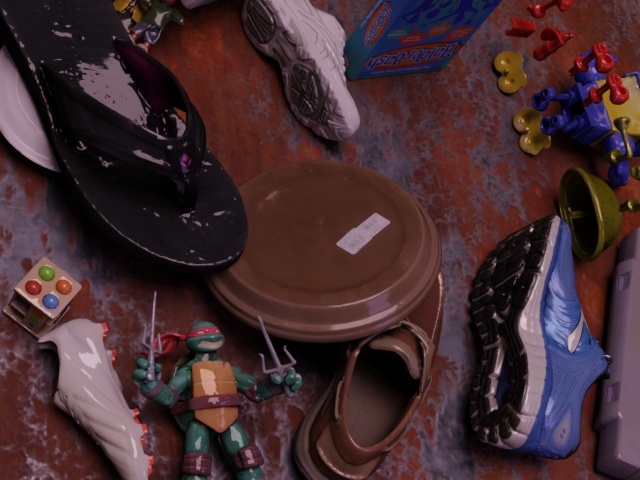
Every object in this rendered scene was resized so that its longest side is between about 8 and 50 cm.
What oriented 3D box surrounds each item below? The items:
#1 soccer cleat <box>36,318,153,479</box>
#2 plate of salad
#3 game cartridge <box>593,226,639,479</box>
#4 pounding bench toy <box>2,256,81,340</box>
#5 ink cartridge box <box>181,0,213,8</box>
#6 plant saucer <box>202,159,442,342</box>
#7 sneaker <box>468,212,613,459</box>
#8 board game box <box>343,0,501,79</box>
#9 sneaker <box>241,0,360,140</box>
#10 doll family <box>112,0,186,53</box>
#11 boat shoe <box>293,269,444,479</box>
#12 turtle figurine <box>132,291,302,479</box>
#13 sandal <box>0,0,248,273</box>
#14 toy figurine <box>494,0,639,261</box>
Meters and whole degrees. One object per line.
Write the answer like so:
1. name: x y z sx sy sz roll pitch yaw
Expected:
1. soccer cleat: -0.228 0.173 1.385 0.076 0.068 0.196 -18 70 -18
2. plate of salad: -0.283 -0.157 1.556 0.200 0.048 0.199 12 59 -20
3. game cartridge: 0.467 0.171 1.745 0.230 0.068 0.355 22 54 -10
4. pounding bench toy: -0.281 0.050 1.424 0.052 0.065 0.083 38 51 -2
5. ink cartridge box: -0.129 -0.446 1.718 0.296 0.066 0.261 -34 96 -53
6. plant saucer: 0.000 0.000 1.540 0.278 0.041 0.278 0 45 0
7. sneaker: 0.270 0.119 1.650 0.147 0.130 0.330 29 55 -27
8. board game box: 0.137 -0.288 1.750 0.160 0.210 0.047 -11 69 -31
9. sneaker: 0.001 -0.233 1.727 0.115 0.090 0.232 -18 72 -38
10. doll family: -0.253 -0.305 1.642 0.193 0.076 0.111 33 71 -12
11. boat shoe: 0.080 0.137 1.525 0.123 0.116 0.324 30 53 -9
12. turtle figurine: -0.107 0.166 1.414 0.175 0.118 0.234 -7 80 -14
13. sandal: -0.228 -0.156 1.484 0.167 0.107 0.445 -28 77 -32
14. toy figurine: 0.411 -0.161 1.839 0.217 0.191 0.362 -1 64 -33
